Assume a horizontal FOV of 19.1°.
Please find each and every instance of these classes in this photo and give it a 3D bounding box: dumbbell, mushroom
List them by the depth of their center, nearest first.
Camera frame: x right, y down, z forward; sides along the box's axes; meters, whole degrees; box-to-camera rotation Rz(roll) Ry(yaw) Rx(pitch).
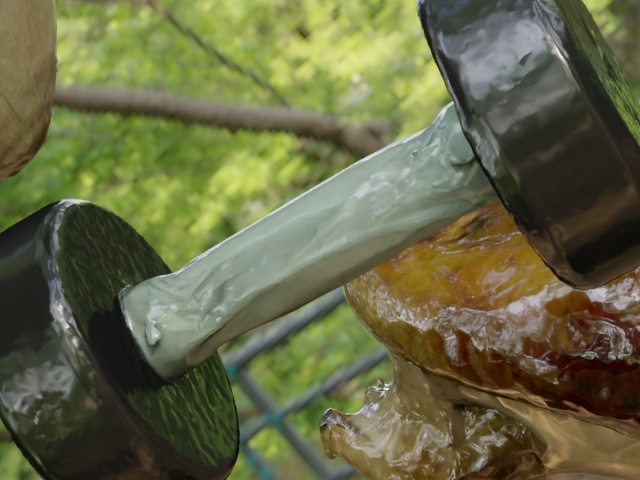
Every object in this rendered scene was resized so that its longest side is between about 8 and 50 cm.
[{"bbox_3d":[0.000,0.000,0.541,0.191,0.100,0.100,-30,7,14],"label":"dumbbell"},{"bbox_3d":[0.170,0.083,1.164,0.345,0.345,0.259,-151,84,-86],"label":"mushroom"}]

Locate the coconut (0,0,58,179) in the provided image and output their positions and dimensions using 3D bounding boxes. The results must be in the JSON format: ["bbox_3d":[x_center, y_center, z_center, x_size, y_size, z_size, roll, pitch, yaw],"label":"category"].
[{"bbox_3d":[-0.205,-0.110,0.747,0.224,0.234,0.224,-38,18,14],"label":"coconut"}]
